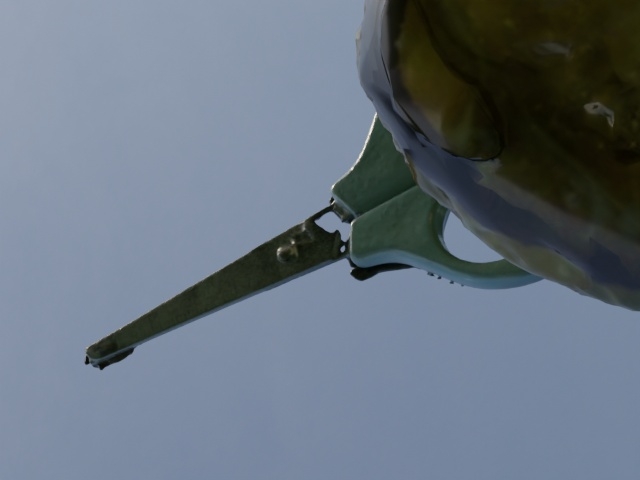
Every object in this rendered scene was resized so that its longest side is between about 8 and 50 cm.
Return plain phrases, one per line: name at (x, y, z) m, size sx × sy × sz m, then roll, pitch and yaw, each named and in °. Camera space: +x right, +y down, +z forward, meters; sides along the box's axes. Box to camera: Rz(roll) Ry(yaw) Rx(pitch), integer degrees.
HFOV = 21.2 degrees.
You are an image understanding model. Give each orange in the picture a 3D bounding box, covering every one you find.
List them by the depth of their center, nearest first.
orange at (0.202, -0.138, 0.837) m, size 0.271 × 0.368 × 0.210 m, roll 49°, pitch -160°, yaw 23°

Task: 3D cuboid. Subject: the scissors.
scissors at (0.001, 0.001, 1.105) m, size 0.360 × 0.029 × 0.191 m, roll -28°, pitch -120°, yaw 12°
